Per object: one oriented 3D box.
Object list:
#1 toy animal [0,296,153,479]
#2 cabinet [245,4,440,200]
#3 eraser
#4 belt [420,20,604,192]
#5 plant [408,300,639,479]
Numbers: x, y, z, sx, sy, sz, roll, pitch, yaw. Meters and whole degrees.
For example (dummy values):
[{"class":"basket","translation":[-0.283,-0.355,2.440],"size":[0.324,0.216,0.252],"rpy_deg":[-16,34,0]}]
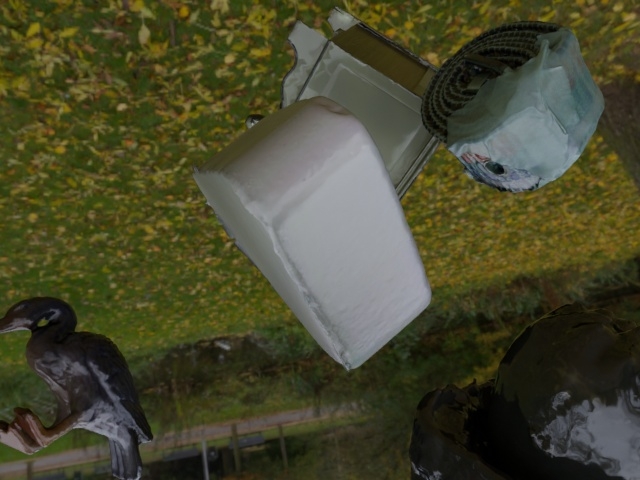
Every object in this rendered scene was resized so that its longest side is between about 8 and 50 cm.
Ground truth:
[{"class":"toy animal","translation":[-0.350,0.218,0.855],"size":[0.298,0.185,0.122],"rpy_deg":[44,126,-14]},{"class":"cabinet","translation":[0.075,-0.257,1.146],"size":[0.317,0.290,0.228],"rpy_deg":[32,122,0]},{"class":"eraser","translation":[0.000,0.000,0.710],"size":[0.149,0.331,0.331],"rpy_deg":[-37,165,-12]},{"class":"belt","translation":[0.255,-0.184,0.822],"size":[0.150,0.257,0.207],"rpy_deg":[38,99,-28]},{"class":"plant","translation":[0.141,0.163,0.378],"size":[0.141,0.256,0.164],"rpy_deg":[6,-163,-43]}]
